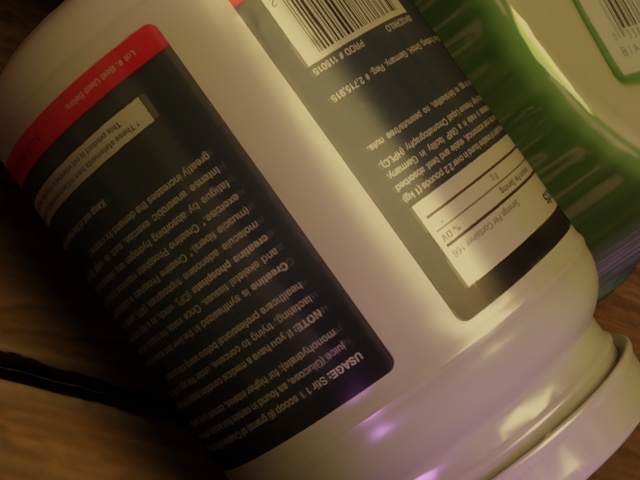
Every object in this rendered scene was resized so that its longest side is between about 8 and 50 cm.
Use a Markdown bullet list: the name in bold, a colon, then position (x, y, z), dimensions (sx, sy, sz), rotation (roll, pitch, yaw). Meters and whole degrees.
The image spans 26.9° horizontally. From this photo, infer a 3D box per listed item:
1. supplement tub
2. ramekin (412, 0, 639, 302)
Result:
- **supplement tub**: position (0.000, 0.000, 0.596), dimensions (0.272, 0.191, 0.191), rotation (55, 44, 0)
- **ramekin**: position (0.137, -0.118, 0.813), dimensions (0.303, 0.148, 0.303), rotation (21, 53, -30)
